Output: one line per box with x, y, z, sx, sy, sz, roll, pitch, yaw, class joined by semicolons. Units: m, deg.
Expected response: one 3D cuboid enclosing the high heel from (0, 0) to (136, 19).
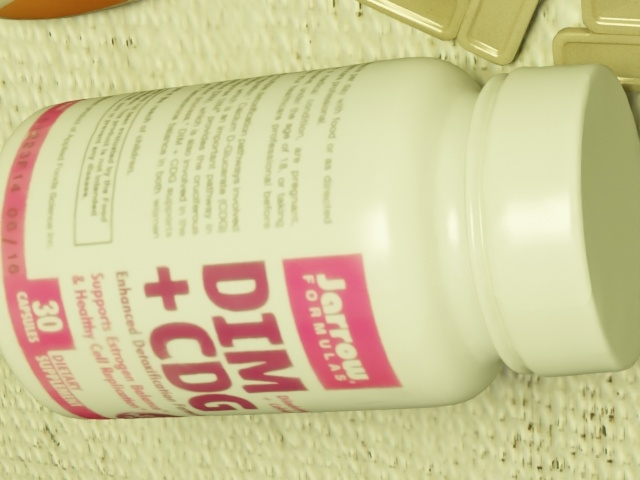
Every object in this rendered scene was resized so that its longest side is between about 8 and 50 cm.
-0.089;-0.187;0.754;0.244;0.082;0.117;-21;76;43;high heel

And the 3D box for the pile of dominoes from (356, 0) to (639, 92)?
0.111;-0.187;0.695;0.196;0.040;0.251;27;130;7;pile of dominoes

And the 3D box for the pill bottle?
0.000;0.000;0.747;0.283;0.160;0.160;-5;113;24;pill bottle
